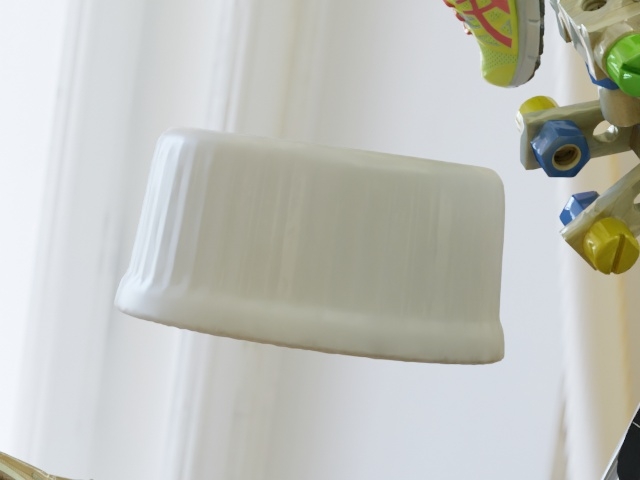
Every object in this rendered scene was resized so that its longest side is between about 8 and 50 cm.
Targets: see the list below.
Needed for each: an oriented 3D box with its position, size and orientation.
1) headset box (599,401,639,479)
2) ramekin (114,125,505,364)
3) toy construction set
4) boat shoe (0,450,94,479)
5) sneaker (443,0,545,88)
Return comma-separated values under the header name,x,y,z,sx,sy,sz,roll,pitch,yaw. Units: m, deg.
name,x,y,z,sx,sy,sz,roll,pitch,yaw
headset box,0.225,0.215,1.029,0.131,0.283,0.246,27,1,-11
ramekin,0.000,0.000,1.330,0.277,0.135,0.277,7,2,0
toy construction set,0.263,-0.135,1.093,0.327,0.215,0.151,-29,38,-16
boat shoe,-0.229,0.241,1.696,0.190,0.068,0.072,36,51,3
sneaker,0.098,-0.180,1.220,0.094,0.208,0.081,-4,49,6
